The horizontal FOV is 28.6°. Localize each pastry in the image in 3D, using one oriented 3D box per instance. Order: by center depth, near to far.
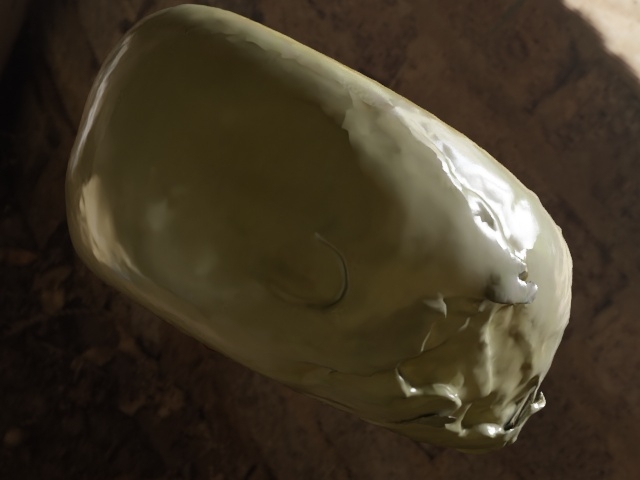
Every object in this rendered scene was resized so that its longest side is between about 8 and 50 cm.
[{"bbox_3d":[0.000,0.000,0.587,0.265,0.265,0.133,27,86,-9],"label":"pastry"}]
